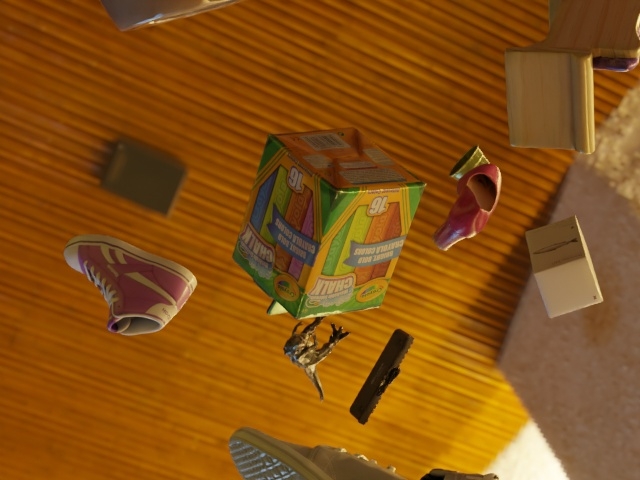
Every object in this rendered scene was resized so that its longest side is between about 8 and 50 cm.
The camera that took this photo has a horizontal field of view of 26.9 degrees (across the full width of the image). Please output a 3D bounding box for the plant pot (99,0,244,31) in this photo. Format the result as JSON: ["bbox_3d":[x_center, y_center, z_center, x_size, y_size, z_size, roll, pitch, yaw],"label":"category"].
[{"bbox_3d":[-0.172,-0.388,1.471,0.323,0.323,0.280,-165,-121,-72],"label":"plant pot"}]

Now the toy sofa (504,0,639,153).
[{"bbox_3d":[0.382,-0.274,1.895,0.362,0.177,0.150,-62,151,-51],"label":"toy sofa"}]

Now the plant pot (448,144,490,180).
[{"bbox_3d":[0.304,-0.128,2.581,0.083,0.079,0.083,-48,-174,7],"label":"plant pot"}]

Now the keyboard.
[{"bbox_3d":[0.113,0.246,2.396,0.180,0.023,0.108,-61,-165,0],"label":"keyboard"}]

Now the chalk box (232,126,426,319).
[{"bbox_3d":[0.000,0.000,2.014,0.179,0.180,0.289,41,-54,38],"label":"chalk box"}]

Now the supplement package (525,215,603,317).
[{"bbox_3d":[0.457,0.048,2.525,0.105,0.105,0.179,-19,-156,11],"label":"supplement package"}]

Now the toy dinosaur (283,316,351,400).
[{"bbox_3d":[-0.009,0.184,2.335,0.118,0.064,0.268,-59,156,-16],"label":"toy dinosaur"}]

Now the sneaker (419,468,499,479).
[{"bbox_3d":[0.235,0.447,2.359,0.228,0.132,0.086,93,10,-62],"label":"sneaker"}]

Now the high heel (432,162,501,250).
[{"bbox_3d":[0.272,-0.081,2.242,0.117,0.082,0.244,-43,180,44],"label":"high heel"}]

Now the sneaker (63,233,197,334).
[{"bbox_3d":[-0.391,0.087,2.512,0.161,0.282,0.102,-58,151,-32],"label":"sneaker"}]

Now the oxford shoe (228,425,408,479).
[{"bbox_3d":[0.054,0.400,2.102,0.130,0.449,0.169,-49,147,-35],"label":"oxford shoe"}]
